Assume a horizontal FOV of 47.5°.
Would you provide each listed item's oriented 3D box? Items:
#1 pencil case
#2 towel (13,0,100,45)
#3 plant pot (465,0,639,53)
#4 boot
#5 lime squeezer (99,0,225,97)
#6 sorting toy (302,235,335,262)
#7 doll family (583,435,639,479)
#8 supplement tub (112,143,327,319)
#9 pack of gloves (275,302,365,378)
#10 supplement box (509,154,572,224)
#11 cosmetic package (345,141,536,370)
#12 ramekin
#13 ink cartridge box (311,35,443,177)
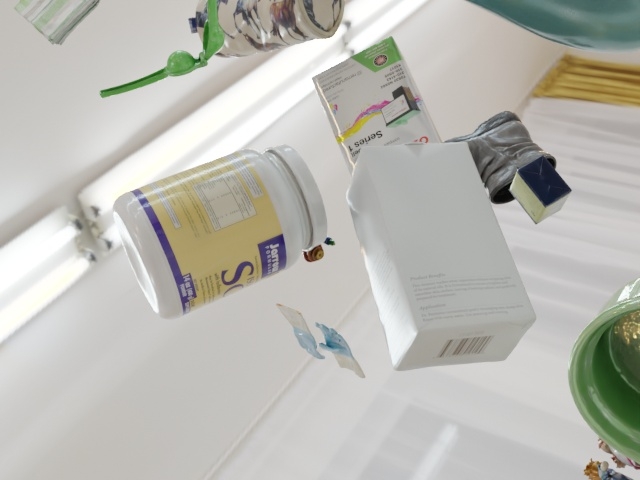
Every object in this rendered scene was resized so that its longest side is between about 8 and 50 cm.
[{"bbox_3d":[-0.124,-0.524,1.653,0.160,0.410,0.183,-55,-53,-26],"label":"pencil case"},{"bbox_3d":[-0.447,-0.401,1.237,0.113,0.152,0.023,-47,-33,-5],"label":"towel"},{"bbox_3d":[0.343,-0.369,0.889,0.293,0.235,0.293,-56,-2,-3],"label":"plant pot"},{"bbox_3d":[0.382,-0.163,1.778,0.338,0.223,0.118,-35,-48,17],"label":"boot"},{"bbox_3d":[-0.227,-0.316,1.186,0.310,0.059,0.110,-43,-35,21],"label":"lime squeezer"},{"bbox_3d":[0.000,0.000,1.499,0.061,0.042,0.102,1,-73,-42],"label":"sorting toy"},{"bbox_3d":[0.559,0.448,1.292,0.263,0.163,0.118,43,-99,-19],"label":"doll family"},{"bbox_3d":[-0.179,-0.024,1.318,0.331,0.241,0.241,-23,-50,-19],"label":"supplement tub"},{"bbox_3d":[-0.007,0.265,1.809,0.046,0.195,0.232,-55,-38,-25],"label":"pack of gloves"},{"bbox_3d":[0.385,-0.088,1.277,0.056,0.083,0.083,-29,-21,-8],"label":"supplement box"},{"bbox_3d":[0.195,0.016,1.277,0.156,0.217,0.385,106,157,-53],"label":"cosmetic package"},{"bbox_3d":[0.555,0.195,1.128,0.148,0.303,0.304,-38,-44,-52],"label":"ramekin"},{"bbox_3d":[0.129,-0.263,1.576,0.278,0.201,0.117,69,-166,16],"label":"ink cartridge box"}]
